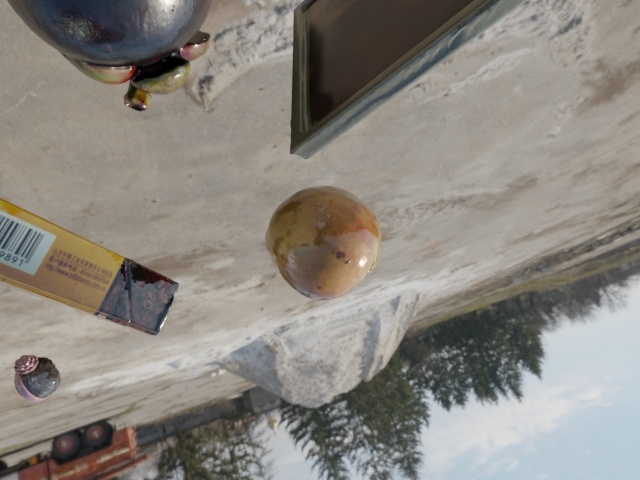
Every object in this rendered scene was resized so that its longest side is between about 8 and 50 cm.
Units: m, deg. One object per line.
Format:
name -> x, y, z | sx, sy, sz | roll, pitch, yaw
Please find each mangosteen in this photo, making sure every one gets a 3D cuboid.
mangosteen -> -0.375, -0.476, 0.826 | 0.381, 0.382, 0.435 | -20, 136, -1

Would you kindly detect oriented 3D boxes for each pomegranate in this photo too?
pomegranate -> 0.004, -0.001, 0.687 | 0.191, 0.191, 0.191 | -19, 164, -6

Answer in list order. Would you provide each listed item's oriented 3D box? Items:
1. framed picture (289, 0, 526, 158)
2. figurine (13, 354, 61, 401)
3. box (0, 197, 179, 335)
framed picture -> 0.055, -0.219, 0.385 | 0.211, 0.290, 0.020 | -31, 132, 29
figurine -> -0.426, 0.196, 0.634 | 0.054, 0.072, 0.129 | -24, -172, -36
box -> -0.496, 0.041, 0.759 | 0.264, 0.116, 0.415 | -2, 152, 44
